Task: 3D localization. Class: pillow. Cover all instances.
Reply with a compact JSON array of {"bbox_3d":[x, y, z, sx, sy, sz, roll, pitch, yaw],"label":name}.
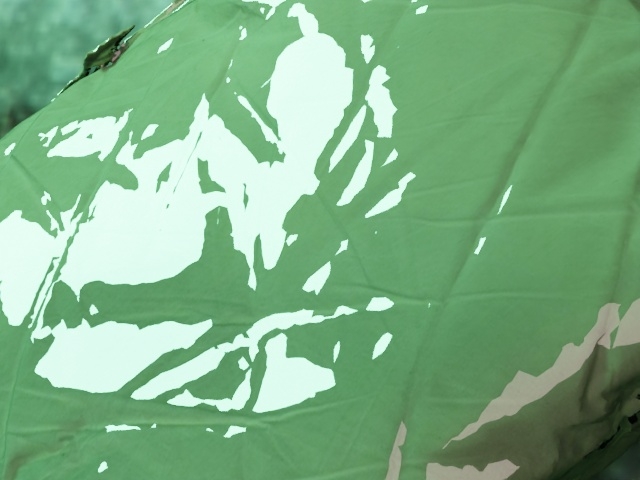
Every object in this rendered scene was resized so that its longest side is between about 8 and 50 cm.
[{"bbox_3d":[0.002,0.000,0.627,0.281,0.076,0.274,-41,48,10],"label":"pillow"}]
